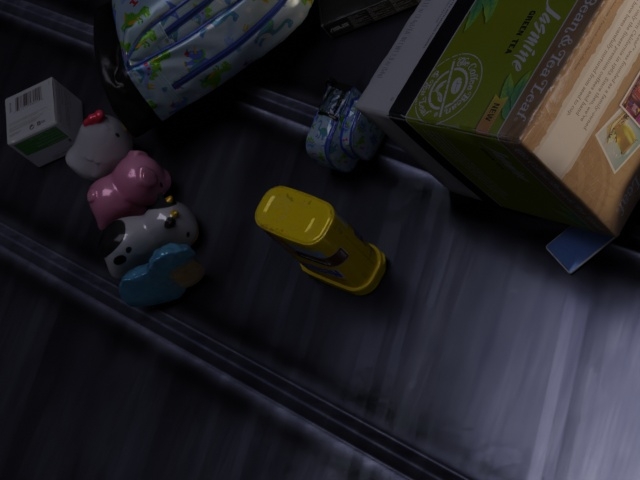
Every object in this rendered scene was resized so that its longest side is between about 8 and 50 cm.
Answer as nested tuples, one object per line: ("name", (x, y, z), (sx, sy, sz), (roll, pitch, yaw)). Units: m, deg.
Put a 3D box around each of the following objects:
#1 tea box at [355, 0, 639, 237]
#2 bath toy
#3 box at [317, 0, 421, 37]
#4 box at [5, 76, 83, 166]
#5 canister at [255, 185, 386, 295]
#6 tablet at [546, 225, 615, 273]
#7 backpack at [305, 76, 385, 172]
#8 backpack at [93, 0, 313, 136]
("tea box", (0.278, -0.221, 1.445), (0.323, 0.220, 0.329), (20, 76, 53))
("bath toy", (-0.288, -0.070, 1.776), (0.151, 0.129, 0.348), (-16, 54, -20))
("box", (0.082, -0.426, 1.809), (0.190, 0.045, 0.184), (-17, 57, 20))
("box", (-0.462, -0.197, 1.952), (0.101, 0.087, 0.102), (-22, 59, 17))
("canister", (0.000, 0.000, 1.563), (0.126, 0.170, 0.073), (22, 77, 34))
("tablet", (0.336, 0.000, 1.490), (0.083, 0.006, 0.054), (-39, 54, 4))
("backpack", (0.037, -0.156, 1.662), (0.084, 0.105, 0.114), (23, 83, 35))
("backpack", (-0.181, -0.366, 1.810), (0.355, 0.273, 0.290), (-18, 39, 4))
